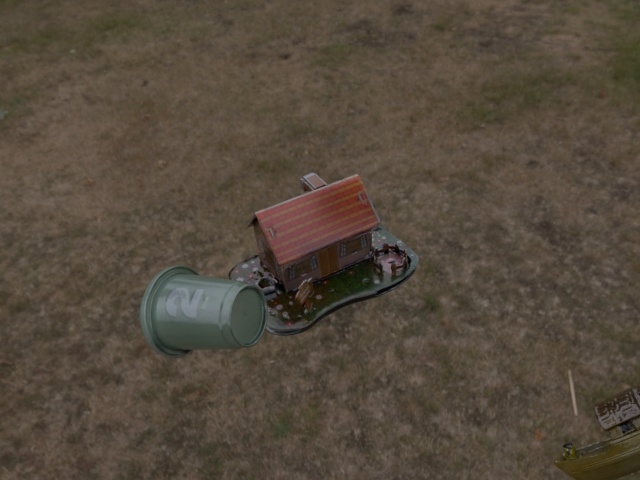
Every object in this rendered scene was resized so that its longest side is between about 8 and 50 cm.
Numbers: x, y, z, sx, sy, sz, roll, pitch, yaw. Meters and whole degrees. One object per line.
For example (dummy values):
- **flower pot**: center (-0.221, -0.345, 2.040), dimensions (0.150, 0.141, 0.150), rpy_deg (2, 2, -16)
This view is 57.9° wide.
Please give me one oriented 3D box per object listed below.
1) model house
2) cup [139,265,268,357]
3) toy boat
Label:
- **model house**: center (0.001, -0.001, 0.947), dimensions (0.294, 0.153, 0.207), rpy_deg (-23, 39, -19)
- **cup**: center (-0.143, 0.094, 0.727), dimensions (0.141, 0.120, 0.120), rpy_deg (3, 43, 29)
- **toy boat**: center (0.388, 0.227, 0.707), dimensions (0.068, 0.226, 0.088), rpy_deg (-7, 63, -58)
